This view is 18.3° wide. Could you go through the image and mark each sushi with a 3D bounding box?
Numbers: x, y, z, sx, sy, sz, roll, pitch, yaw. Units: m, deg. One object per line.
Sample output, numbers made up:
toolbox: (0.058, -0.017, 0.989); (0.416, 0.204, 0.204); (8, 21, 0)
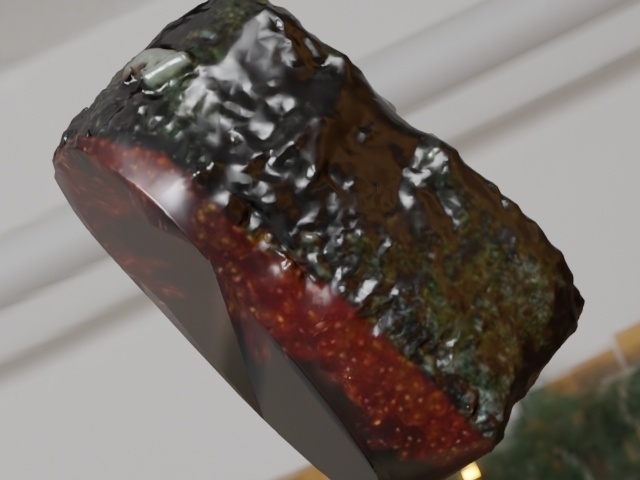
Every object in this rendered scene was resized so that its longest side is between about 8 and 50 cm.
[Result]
sushi: (0.000, 0.000, 0.858); (0.126, 0.225, 0.136); (-45, 2, -19)
